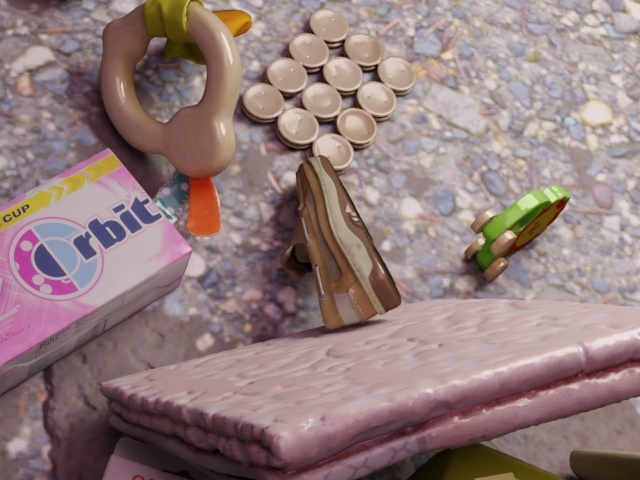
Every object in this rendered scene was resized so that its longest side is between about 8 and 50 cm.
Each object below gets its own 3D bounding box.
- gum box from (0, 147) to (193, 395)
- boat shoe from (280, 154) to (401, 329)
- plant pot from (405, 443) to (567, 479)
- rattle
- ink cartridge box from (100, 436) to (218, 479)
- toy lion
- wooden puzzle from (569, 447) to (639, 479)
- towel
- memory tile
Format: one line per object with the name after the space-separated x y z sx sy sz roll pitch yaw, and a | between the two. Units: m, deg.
-0.203 0.025 1.121 0.188 0.062 0.107 -32 74 -30 | gum box
0.000 0.000 1.177 0.072 0.068 0.190 -29 33 4 | boat shoe
0.122 0.288 0.977 0.228 0.227 0.207 25 62 -2 | plant pot
-0.097 -0.095 1.246 0.130 0.143 0.199 -22 83 7 | rattle
-0.110 0.224 1.030 0.115 0.067 0.198 18 57 -5 | ink cartridge box
0.165 -0.015 1.240 0.096 0.100 0.034 -37 73 -11 | toy lion
0.328 0.180 1.104 0.239 0.221 0.044 13 81 -11 | wooden puzzle
0.047 0.094 1.014 0.317 0.332 0.053 -13 96 -24 | towel
0.009 -0.129 1.308 0.113 0.012 0.148 35 56 5 | memory tile
